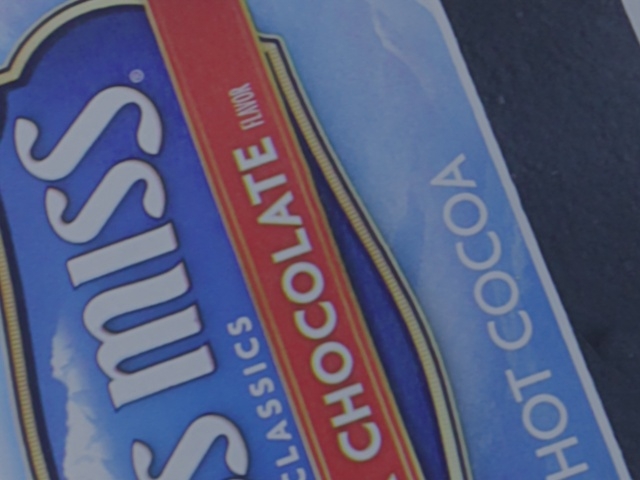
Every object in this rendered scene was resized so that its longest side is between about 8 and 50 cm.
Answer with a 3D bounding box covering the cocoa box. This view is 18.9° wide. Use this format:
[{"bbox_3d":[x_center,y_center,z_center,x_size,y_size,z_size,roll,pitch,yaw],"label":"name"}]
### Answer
[{"bbox_3d":[0.047,0.088,0.490,0.231,0.228,0.347,95,155,-77],"label":"cocoa box"}]
